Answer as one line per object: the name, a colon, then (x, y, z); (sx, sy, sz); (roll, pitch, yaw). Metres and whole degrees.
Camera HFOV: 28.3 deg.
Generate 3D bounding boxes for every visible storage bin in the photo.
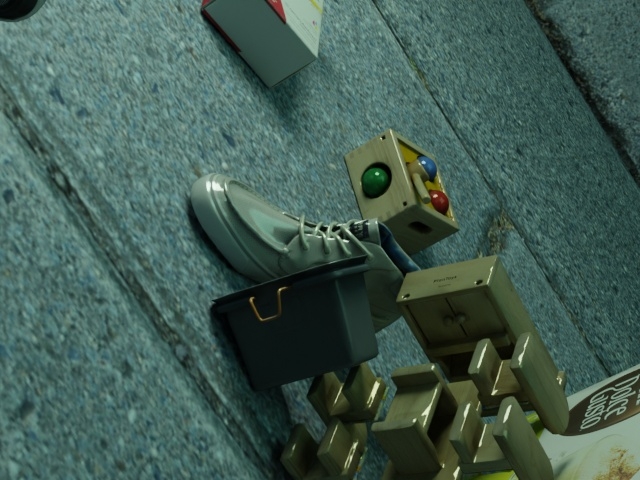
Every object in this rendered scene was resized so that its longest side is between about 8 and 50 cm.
storage bin: (-0.017, 0.075, 1.111); (0.098, 0.135, 0.091); (-8, 81, -64)

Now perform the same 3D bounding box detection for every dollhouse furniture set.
dollhouse furniture set: (0.122, 0.158, 1.132); (0.161, 0.212, 0.242); (58, 37, -28)

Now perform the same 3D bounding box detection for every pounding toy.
pounding toy: (0.104, -0.059, 1.513); (0.141, 0.100, 0.130); (26, 42, -52)

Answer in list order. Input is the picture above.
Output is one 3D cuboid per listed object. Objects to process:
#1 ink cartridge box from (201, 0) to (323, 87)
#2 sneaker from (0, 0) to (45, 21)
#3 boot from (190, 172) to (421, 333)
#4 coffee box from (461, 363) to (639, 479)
ink cartridge box: (-0.062, -0.280, 1.464); (0.127, 0.072, 0.175); (47, 28, -28)
sneaker: (-0.315, -0.223, 0.892); (0.268, 0.101, 0.153); (40, 32, -27)
boot: (0.000, 0.000, 1.220); (0.258, 0.123, 0.095); (41, 31, -37)
coffee box: (0.274, 0.339, 1.130); (0.338, 0.334, 0.337); (59, 24, -4)
